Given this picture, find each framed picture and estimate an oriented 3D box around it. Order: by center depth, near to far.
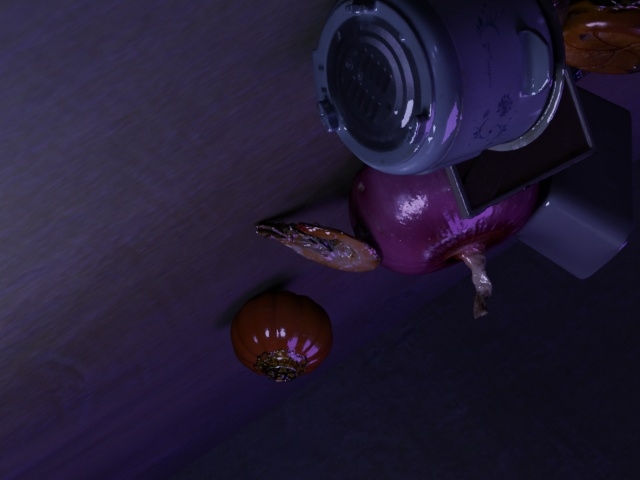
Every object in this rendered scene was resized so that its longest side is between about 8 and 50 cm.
[{"bbox_3d":[0.325,-0.208,1.904,0.335,0.247,0.022,-27,-170,-31],"label":"framed picture"}]

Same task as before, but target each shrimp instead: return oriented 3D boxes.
[{"bbox_3d":[-0.001,0.004,1.973,0.133,0.236,0.053,151,-41,-70],"label":"shrimp"}]

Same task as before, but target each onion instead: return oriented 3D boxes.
[{"bbox_3d":[0.235,-0.058,2.055,0.358,0.345,0.358,-20,-171,3],"label":"onion"}]

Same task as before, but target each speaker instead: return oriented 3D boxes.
[{"bbox_3d":[0.501,-0.135,2.241,0.183,0.184,0.406,-48,-160,43],"label":"speaker"}]

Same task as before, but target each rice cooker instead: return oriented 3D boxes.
[{"bbox_3d":[0.160,-0.225,1.426,0.316,0.264,0.316,-8,-164,2],"label":"rice cooker"}]

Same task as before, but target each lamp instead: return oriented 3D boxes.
[{"bbox_3d":[-0.083,0.203,2.388,0.223,0.196,0.223,0,143,0],"label":"lamp"}]

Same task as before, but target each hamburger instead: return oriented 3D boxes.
[{"bbox_3d":[0.469,-0.357,1.774,0.261,0.139,0.243,15,166,-17],"label":"hamburger"}]

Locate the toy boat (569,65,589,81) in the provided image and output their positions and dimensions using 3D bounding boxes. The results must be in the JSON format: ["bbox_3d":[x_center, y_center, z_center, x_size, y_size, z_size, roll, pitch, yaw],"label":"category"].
[{"bbox_3d":[0.599,-0.399,2.272,0.229,0.046,0.080,-34,165,-3],"label":"toy boat"}]

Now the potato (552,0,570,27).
[{"bbox_3d":[0.250,-0.285,1.661,0.296,0.141,0.191,-42,174,-3],"label":"potato"}]
